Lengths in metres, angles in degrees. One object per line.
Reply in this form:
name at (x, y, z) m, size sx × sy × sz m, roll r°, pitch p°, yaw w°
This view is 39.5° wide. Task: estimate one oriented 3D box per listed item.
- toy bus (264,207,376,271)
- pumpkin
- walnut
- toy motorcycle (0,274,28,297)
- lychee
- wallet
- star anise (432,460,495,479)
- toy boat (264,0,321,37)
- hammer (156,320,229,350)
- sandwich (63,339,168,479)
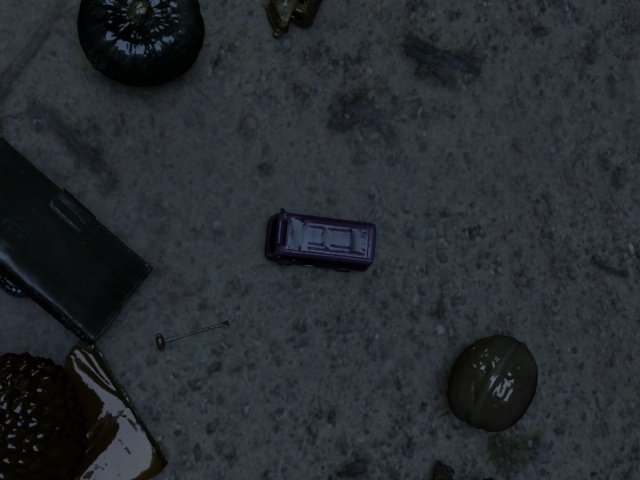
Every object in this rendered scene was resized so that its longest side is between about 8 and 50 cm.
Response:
toy bus at (0.000, 0.000, 1.483) m, size 0.178 × 0.098 × 0.086 m, roll 6°, pitch 81°, yaw -8°
pumpkin at (-0.295, -0.355, 1.460) m, size 0.212 × 0.152 × 0.211 m, roll 7°, pitch 68°, yaw -18°
walnut at (0.285, 0.237, 1.478) m, size 0.140 × 0.140 × 0.162 m, roll 37°, pitch 66°, yaw -3°
toy motorcycle at (-0.548, -0.023, 1.391) m, size 0.316 × 0.113 × 0.168 m, roll 21°, pitch 69°, yaw -15°
lychee at (-0.444, 0.273, 1.231) m, size 0.236 × 0.271 × 0.235 m, roll 1°, pitch 94°, yaw 15°
wallet at (-0.423, 0.003, 1.373) m, size 0.317 × 0.044 × 0.169 m, roll 44°, pitch 60°, yaw -16°
star anise at (0.211, 0.454, 1.444) m, size 0.212 × 0.073 × 0.196 m, roll -9°, pitch 65°, yaw 10°
toy boat at (-0.029, -0.459, 1.570) m, size 0.088 × 0.068 × 0.225 m, roll 23°, pitch 75°, yaw -11°
hammer at (-0.211, 0.152, 1.469) m, size 0.123 × 0.014 × 0.029 m, roll -15°, pitch 93°, yaw -14°
sandwich at (-0.389, 0.306, 1.386) m, size 0.212 × 0.063 × 0.245 m, roll -32°, pitch 88°, yaw -13°
